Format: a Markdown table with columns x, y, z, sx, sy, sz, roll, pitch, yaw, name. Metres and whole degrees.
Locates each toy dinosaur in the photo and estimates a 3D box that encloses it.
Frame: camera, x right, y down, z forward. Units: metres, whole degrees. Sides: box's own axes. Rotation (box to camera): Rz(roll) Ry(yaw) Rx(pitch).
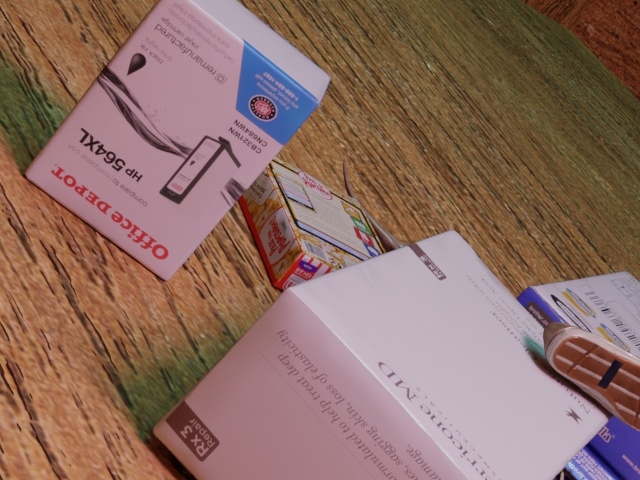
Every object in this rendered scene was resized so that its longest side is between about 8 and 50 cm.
| x | y | z | sx | sy | sz | roll | pitch | yaw | name |
| --- | --- | --- | --- | --- | --- | --- | --- | --- | --- |
| 0.078 | 0.014 | 1.686 | 0.211 | 0.064 | 0.112 | 48 | 0 | -6 | toy dinosaur |

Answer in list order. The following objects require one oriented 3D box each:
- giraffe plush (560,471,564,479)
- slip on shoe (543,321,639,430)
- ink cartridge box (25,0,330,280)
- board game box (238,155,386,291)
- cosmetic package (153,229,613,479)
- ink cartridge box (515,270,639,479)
| x | y | z | sx | sy | sz | roll | pitch | yaw | name |
| --- | --- | --- | --- | --- | --- | --- | --- | --- | --- |
| 0.244 | 0.266 | 1.102 | 0.170 | 0.210 | 0.181 | 1 | 5 | 18 | giraffe plush |
| 0.230 | 0.107 | 1.295 | 0.135 | 0.051 | 0.041 | 29 | 11 | -21 | slip on shoe |
| -0.113 | -0.091 | 1.298 | 0.148 | 0.203 | 0.086 | 37 | 21 | -9 | ink cartridge box |
| 0.000 | 0.000 | 1.559 | 0.147 | 0.045 | 0.193 | 28 | 22 | -32 | board game box |
| 0.067 | 0.132 | 1.214 | 0.217 | 0.156 | 0.385 | 46 | 18 | 9 | cosmetic package |
| 0.285 | 0.173 | 1.557 | 0.270 | 0.151 | 0.395 | 46 | 18 | 17 | ink cartridge box |
